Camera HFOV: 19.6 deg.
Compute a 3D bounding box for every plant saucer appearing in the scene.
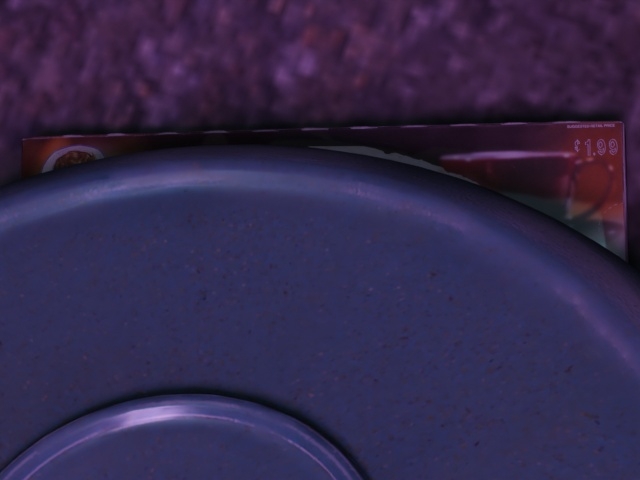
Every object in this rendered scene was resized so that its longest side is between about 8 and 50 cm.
[{"bbox_3d":[-0.033,0.086,0.420,0.317,0.044,0.318,-3,48,4],"label":"plant saucer"}]

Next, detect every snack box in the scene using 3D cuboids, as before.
[{"bbox_3d":[0.000,0.000,0.543,0.178,0.022,0.064,-1,81,8],"label":"snack box"}]
